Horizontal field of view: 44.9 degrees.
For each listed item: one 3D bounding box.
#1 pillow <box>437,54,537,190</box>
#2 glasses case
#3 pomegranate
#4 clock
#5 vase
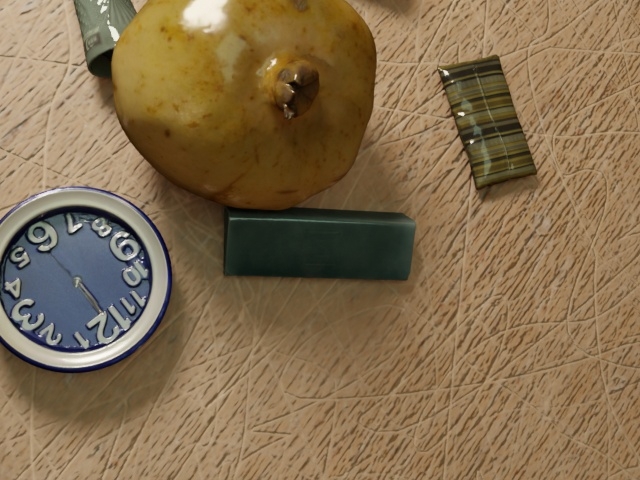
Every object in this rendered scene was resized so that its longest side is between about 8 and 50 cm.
[{"bbox_3d":[0.259,-0.186,1.194,0.113,0.038,0.204,-15,83,-17],"label":"pillow"},{"bbox_3d":[0.000,0.000,1.079,0.265,0.056,0.105,2,78,-15],"label":"glasses case"},{"bbox_3d":[-0.078,-0.192,0.949,0.342,0.342,0.343,3,79,-15],"label":"pomegranate"},{"bbox_3d":[-0.306,0.051,0.975,0.230,0.083,0.231,3,79,-17],"label":"clock"},{"bbox_3d":[-0.302,-0.339,1.046,0.096,0.096,0.219,-19,82,-18],"label":"vase"}]
